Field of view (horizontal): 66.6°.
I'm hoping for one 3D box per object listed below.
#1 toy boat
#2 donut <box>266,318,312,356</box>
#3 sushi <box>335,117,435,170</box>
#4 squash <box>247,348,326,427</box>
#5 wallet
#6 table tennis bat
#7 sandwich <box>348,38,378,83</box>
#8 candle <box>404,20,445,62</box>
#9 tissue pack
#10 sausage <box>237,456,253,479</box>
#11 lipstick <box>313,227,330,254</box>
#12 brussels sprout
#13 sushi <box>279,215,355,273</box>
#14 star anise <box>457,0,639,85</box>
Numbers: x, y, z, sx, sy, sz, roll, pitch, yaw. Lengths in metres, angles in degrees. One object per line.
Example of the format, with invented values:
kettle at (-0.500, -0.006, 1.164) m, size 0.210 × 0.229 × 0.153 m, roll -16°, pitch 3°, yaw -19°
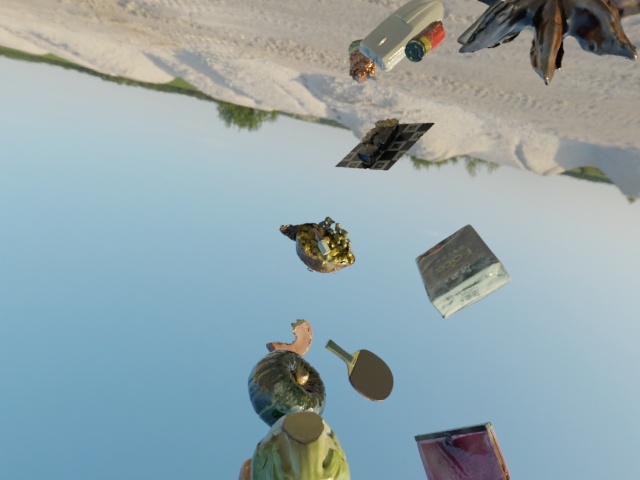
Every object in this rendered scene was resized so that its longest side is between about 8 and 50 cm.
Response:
toy boat at (0.254, -0.620, 1.477) m, size 0.269 × 0.140 × 0.141 m, roll -37°, pitch -148°, yaw -13°
donut at (-0.092, 0.347, 1.644) m, size 0.166 × 0.117 × 0.065 m, roll -31°, pitch -174°, yaw -12°
sushi at (0.156, -0.267, 1.262) m, size 0.192 × 0.050 × 0.215 m, roll 13°, pitch -129°, yaw 46°
squash at (-0.097, 0.448, 1.457) m, size 0.252 × 0.165 × 0.252 m, roll 37°, pitch -155°, yaw -20°
wallet at (0.303, 0.476, 1.072) m, size 0.025 × 0.119 × 0.232 m, roll -4°, pitch 157°, yaw -34°
table tennis bat at (0.141, 0.456, 1.749) m, size 0.301 × 0.022 × 0.173 m, roll 37°, pitch -132°, yaw -8°
sandwich at (0.161, -0.617, 1.699) m, size 0.109 × 0.159 × 0.185 m, roll 22°, pitch -176°, yaw -32°
candle at (0.235, -0.438, 1.063) m, size 0.052 × 0.052 × 0.130 m, roll 22°, pitch -127°, yaw 32°
tissue pack at (0.429, 0.088, 1.514) m, size 0.103 × 0.228 × 0.315 m, roll 50°, pitch -165°, yaw -16°
sausage at (-0.173, 0.687, 1.221) m, size 0.109 × 0.270 × 0.109 m, roll 7°, pitch 162°, yaw 2°
lipstick at (0.000, 0.000, 1.750) m, size 0.025 × 0.025 × 0.107 m, roll -5°, pitch -117°, yaw -48°
brussels sprout at (-0.047, 0.499, 1.056) m, size 0.244 × 0.243 × 0.244 m, roll 12°, pitch -167°, yaw -3°
sushi at (-0.003, 0.016, 1.909) m, size 0.296 × 0.179 × 0.167 m, roll 41°, pitch -118°, yaw 18°
star anise at (0.296, -0.318, 0.625) m, size 0.289 × 0.288 × 0.088 m, roll 16°, pitch 162°, yaw 12°
